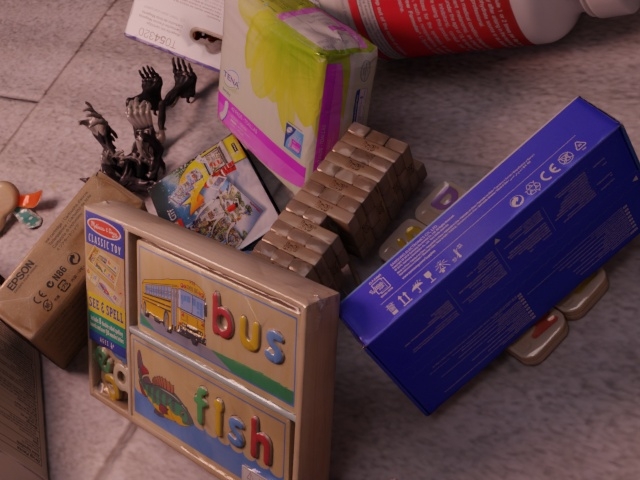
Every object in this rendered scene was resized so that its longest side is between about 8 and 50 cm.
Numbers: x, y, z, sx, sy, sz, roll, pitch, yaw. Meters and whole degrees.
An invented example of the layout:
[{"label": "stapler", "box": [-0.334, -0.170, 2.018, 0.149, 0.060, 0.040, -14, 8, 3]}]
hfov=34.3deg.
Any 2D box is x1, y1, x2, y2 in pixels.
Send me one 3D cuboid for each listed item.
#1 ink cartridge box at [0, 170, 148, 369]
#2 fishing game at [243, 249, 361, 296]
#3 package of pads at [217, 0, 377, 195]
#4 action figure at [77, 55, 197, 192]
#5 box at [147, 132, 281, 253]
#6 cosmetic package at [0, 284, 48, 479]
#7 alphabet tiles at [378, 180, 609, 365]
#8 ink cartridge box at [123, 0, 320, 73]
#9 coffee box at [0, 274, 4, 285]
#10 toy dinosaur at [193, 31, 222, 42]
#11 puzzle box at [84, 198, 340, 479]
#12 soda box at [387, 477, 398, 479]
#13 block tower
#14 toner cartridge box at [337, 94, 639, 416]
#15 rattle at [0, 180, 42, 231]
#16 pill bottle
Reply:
[{"label": "ink cartridge box", "box": [-0.330, 0.045, 1.427, 0.088, 0.193, 0.234, 34, 74, 9]}, {"label": "fishing game", "box": [-0.068, 0.090, 1.349, 0.264, 0.041, 0.189, -25, 53, 4]}, {"label": "package of pads", "box": [-0.044, -0.220, 1.449, 0.101, 0.229, 0.296, -12, 35, -29]}, {"label": "action figure", "box": [-0.301, -0.170, 1.634, 0.164, 0.141, 0.275, 0, 52, 29]}, {"label": "box", "box": [-0.148, -0.040, 1.498, 0.159, 0.044, 0.233, -33, 44, 4]}, {"label": "cosmetic package", "box": [-0.473, 0.198, 1.426, 0.113, 0.160, 0.309, -29, 44, 10]}, {"label": "alphabet tiles", "box": [0.198, 0.030, 1.243, 0.278, 0.021, 0.284, -45, 44, -8]}, {"label": "ink cartridge box", "box": [-0.117, -0.426, 1.630, 0.324, 0.071, 0.330, 23, 104, 14]}, {"label": "coffee box", "box": [-0.681, 0.074, 1.650, 0.297, 0.168, 0.119, -4, 53, 28]}, {"label": "toy dinosaur", "box": [-0.130, -0.411, 1.727, 0.322, 0.164, 0.218, -3, 68, 4]}, {"label": "puzzle box", "box": [-0.144, 0.129, 1.222, 0.052, 0.272, 0.409, -15, 26, -43]}, {"label": "soda box", "box": [-0.018, 0.332, 1.078, 0.263, 0.092, 0.083, -19, 49, 18]}, {"label": "block tower", "box": [0.000, 0.000, 1.302, 0.091, 0.097, 0.335, 26, 68, 30]}, {"label": "toner cartridge box", "box": [0.195, 0.021, 1.119, 0.348, 0.165, 0.075, -41, 45, -1]}, {"label": "rattle", "box": [-0.549, -0.060, 1.775, 0.200, 0.143, 0.130, -12, 81, 4]}, {"label": "pill bottle", "box": [0.217, -0.374, 1.411, 0.408, 0.229, 0.229, 1, 56, 32]}]
